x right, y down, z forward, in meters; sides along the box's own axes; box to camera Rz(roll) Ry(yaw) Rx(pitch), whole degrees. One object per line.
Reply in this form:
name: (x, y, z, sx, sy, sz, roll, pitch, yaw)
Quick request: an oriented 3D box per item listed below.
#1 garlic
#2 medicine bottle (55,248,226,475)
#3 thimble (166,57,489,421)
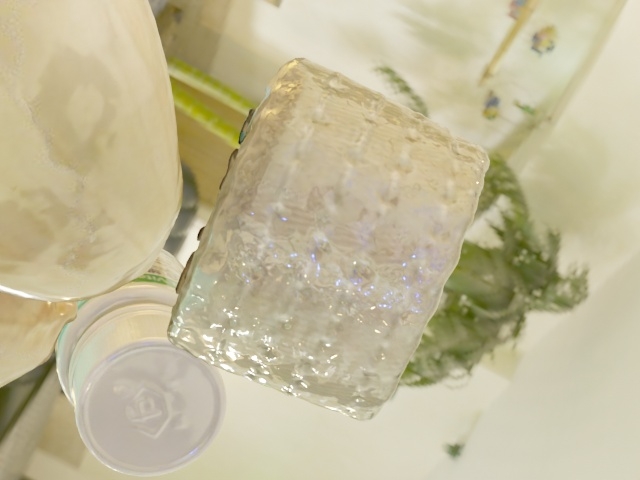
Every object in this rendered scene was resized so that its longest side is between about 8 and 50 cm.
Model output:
garlic: (-0.207, -0.058, 0.532, 0.286, 0.313, 0.249, -24, -167, 2)
medicine bottle: (-0.156, 0.094, 0.951, 0.139, 0.139, 0.237, -62, -161, 9)
thimble: (0.000, 0.000, 0.419, 0.102, 0.090, 0.115, 120, -8, -66)
